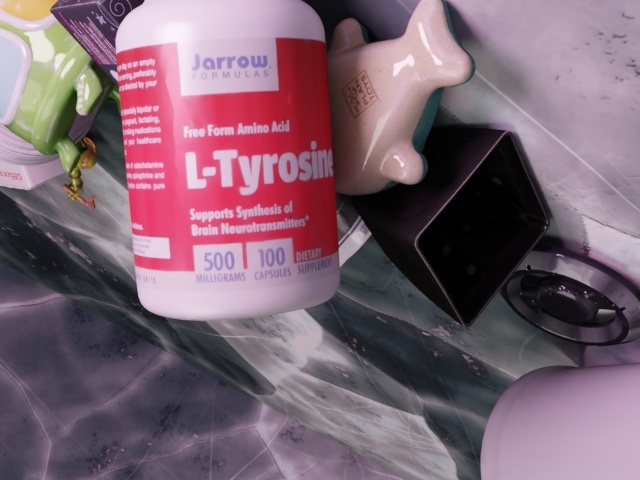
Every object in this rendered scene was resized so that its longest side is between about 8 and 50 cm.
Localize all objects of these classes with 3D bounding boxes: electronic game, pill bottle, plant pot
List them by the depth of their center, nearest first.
[{"bbox_3d":[-0.102,-0.132,0.976,0.229,0.229,0.408,4,101,48],"label":"pill bottle"},{"bbox_3d":[0.154,-0.034,1.150,0.167,0.188,0.187,26,159,45],"label":"plant pot"},{"bbox_3d":[0.356,0.081,1.276,0.229,0.048,0.229,25,155,13],"label":"electronic game"}]

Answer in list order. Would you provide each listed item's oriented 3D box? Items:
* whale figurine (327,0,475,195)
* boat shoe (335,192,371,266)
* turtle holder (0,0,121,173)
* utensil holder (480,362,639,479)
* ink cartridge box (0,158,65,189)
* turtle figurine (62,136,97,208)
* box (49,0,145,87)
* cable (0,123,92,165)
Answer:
[{"bbox_3d":[0.086,-0.166,1.038,0.272,0.141,0.216,-39,68,45],"label":"whale figurine"},{"bbox_3d":[0.000,0.000,1.493,0.102,0.108,0.301,34,155,-4],"label":"boat shoe"},{"bbox_3d":[-0.377,-0.273,1.245,0.227,0.243,0.320,34,158,-4],"label":"turtle holder"},{"bbox_3d":[0.479,0.333,1.283,0.327,0.328,0.385,39,154,-16],"label":"utensil holder"},{"bbox_3d":[-0.585,-0.227,1.671,0.172,0.100,0.237,9,121,43],"label":"ink cartridge box"},{"bbox_3d":[-0.520,-0.200,1.776,0.217,0.087,0.269,27,144,23],"label":"turtle figurine"},{"bbox_3d":[-0.186,-0.258,1.137,0.142,0.163,0.247,11,149,47],"label":"box"},{"bbox_3d":[-0.478,-0.250,1.417,0.089,0.257,0.257,-18,119,46],"label":"cable"}]
